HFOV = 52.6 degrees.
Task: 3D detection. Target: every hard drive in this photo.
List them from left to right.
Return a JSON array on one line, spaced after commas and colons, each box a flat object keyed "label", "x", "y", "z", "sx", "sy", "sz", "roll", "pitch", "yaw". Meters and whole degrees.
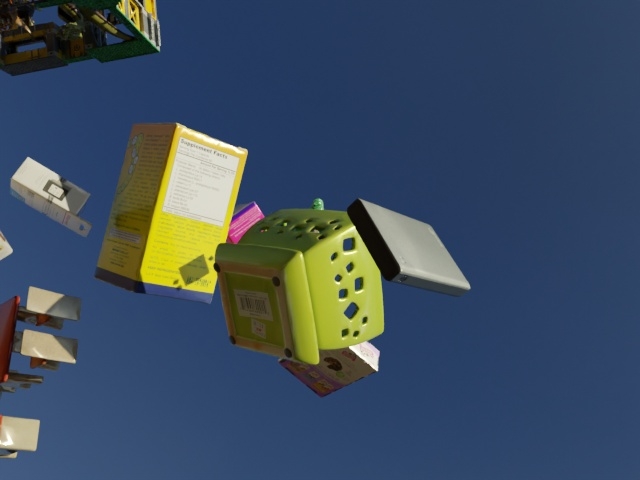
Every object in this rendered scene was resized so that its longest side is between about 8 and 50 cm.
[{"label": "hard drive", "x": 0.093, "y": 0.010, "z": 0.669, "sx": 0.022, "sy": 0.135, "sz": 0.094, "roll": -44, "pitch": -125, "yaw": 24}]

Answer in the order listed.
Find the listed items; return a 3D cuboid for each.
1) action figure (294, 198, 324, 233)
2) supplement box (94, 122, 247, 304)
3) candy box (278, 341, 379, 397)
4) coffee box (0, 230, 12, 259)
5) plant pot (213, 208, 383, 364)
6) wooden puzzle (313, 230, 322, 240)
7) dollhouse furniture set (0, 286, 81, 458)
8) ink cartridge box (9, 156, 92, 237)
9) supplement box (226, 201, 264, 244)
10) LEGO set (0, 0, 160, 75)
[{"label": "action figure", "x": -0.027, "y": 0.019, "z": 1.440, "sx": 0.137, "sy": 0.063, "sz": 0.232, "roll": 16, "pitch": -74, "yaw": 12}, {"label": "supplement box", "x": -0.329, "y": -0.060, "z": 1.426, "sx": 0.195, "sy": 0.194, "sz": 0.356, "roll": 11, "pitch": -94, "yaw": 45}, {"label": "candy box", "x": 0.022, "y": 0.296, "z": 1.645, "sx": 0.196, "sy": 0.070, "sz": 0.165, "roll": -32, "pitch": -65, "yaw": 30}, {"label": "coffee box", "x": -0.691, "y": -0.051, "z": 1.195, "sx": 0.141, "sy": 0.098, "sz": 0.246, "roll": 49, "pitch": -16, "yaw": 19}, {"label": "plant pot", "x": -0.046, "y": 0.081, "z": 1.126, "sx": 0.228, "sy": 0.207, "sz": 0.226, "roll": 6, "pitch": -69, "yaw": 41}, {"label": "wooden puzzle", "x": 0.000, "y": 0.000, "z": 1.340, "sx": 0.006, "sy": 0.083, "sz": 0.049, "roll": -36, "pitch": -71, "yaw": 8}, {"label": "dollhouse furniture set", "x": -0.537, "y": 0.221, "z": 1.075, "sx": 0.262, "sy": 0.258, "sz": 0.135, "roll": -26, "pitch": -34, "yaw": 34}, {"label": "ink cartridge box", "x": -0.553, "y": -0.087, "z": 1.365, "sx": 0.180, "sy": 0.060, "sz": 0.104, "roll": 33, "pitch": -28, "yaw": -15}, {"label": "supplement box", "x": -0.171, "y": 0.022, "z": 1.654, "sx": 0.220, "sy": 0.114, "sz": 0.111, "roll": 59, "pitch": -24, "yaw": -14}, {"label": "LEGO set", "x": -0.381, "y": -0.369, "z": 0.899, "sx": 0.332, "sy": 0.255, "sz": 0.191, "roll": -9, "pitch": -98, "yaw": 17}]
